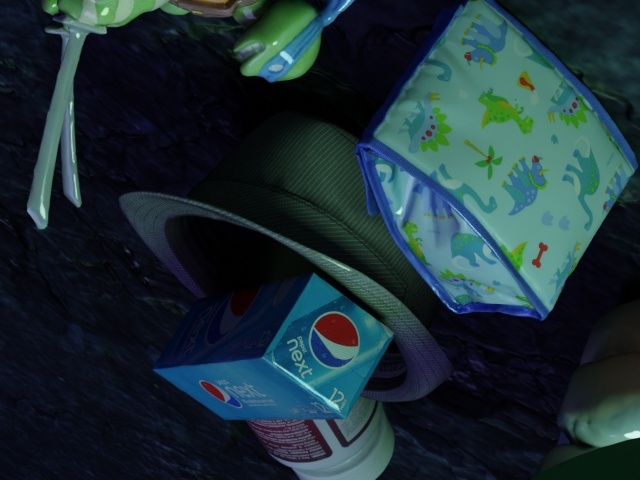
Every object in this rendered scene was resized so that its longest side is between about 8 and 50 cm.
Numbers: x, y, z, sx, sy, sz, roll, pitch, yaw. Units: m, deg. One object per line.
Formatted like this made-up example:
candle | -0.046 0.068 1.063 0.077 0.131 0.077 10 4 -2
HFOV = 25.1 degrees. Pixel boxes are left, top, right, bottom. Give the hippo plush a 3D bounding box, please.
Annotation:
hippo plush | 0.252 0.204 0.936 0.236 0.294 0.234 19 173 13

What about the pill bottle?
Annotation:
pill bottle | -0.016 0.126 1.268 0.121 0.121 0.221 14 148 36

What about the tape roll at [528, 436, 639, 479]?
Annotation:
tape roll | 0.226 0.254 0.838 0.321 0.077 0.321 2 125 3

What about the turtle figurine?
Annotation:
turtle figurine | -0.143 -0.162 0.794 0.274 0.198 0.266 -31 97 22

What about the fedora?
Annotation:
fedora | 0.000 0.000 1.027 0.243 0.124 0.275 9 151 45

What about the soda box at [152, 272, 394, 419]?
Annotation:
soda box | -0.038 0.076 0.977 0.071 0.067 0.210 37 159 -17

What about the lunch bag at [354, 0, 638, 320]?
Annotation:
lunch bag | 0.093 -0.049 0.828 0.096 0.129 0.151 2 140 48
